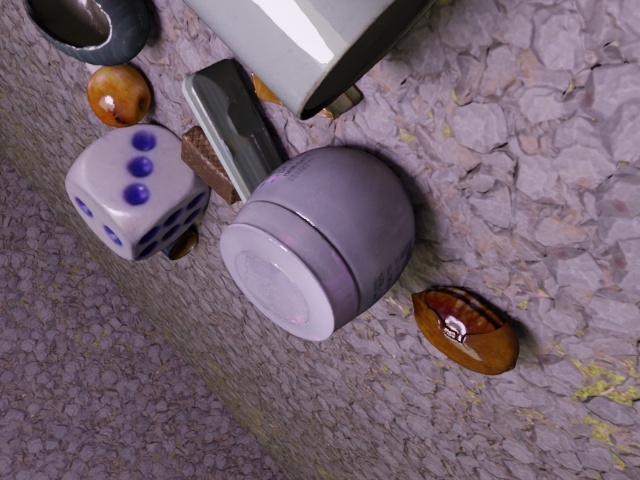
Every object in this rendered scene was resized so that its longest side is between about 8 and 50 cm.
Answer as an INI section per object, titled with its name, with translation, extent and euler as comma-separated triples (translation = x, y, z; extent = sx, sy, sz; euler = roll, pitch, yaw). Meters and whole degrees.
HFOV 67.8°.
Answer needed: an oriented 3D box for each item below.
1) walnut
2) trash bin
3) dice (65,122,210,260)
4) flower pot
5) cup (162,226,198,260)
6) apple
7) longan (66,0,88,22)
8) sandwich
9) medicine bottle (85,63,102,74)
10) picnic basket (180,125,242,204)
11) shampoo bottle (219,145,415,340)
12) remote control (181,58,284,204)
[walnut]
translation = 0.238, 0.147, 0.808
extent = 0.207, 0.116, 0.115
euler = 34, 146, 34
[trash bin]
translation = -0.078, -0.365, 0.479
extent = 0.432, 0.280, 0.280
euler = 48, 149, -5
[dice]
translation = -0.459, -0.122, 1.217
extent = 0.251, 0.259, 0.243
euler = 43, 150, 6
[flower pot]
translation = -0.447, -0.445, 0.919
extent = 0.243, 0.157, 0.189
euler = 33, 122, 0
[cup]
translation = -0.469, -0.016, 1.477
extent = 0.138, 0.113, 0.150
euler = 41, 146, 15
[apple]
translation = -0.466, -0.332, 1.110
extent = 0.147, 0.146, 0.146
euler = 31, 145, 26
[longan]
translation = -0.524, -0.493, 1.052
extent = 0.119, 0.106, 0.106
euler = -108, -1, -59
[sandwich]
translation = -0.025, -0.259, 0.704
extent = 0.163, 0.079, 0.113
euler = 27, 144, 33
[medicine bottle]
translation = -0.533, -0.415, 1.180
extent = 0.089, 0.052, 0.052
euler = 50, 148, -3
[picnic basket]
translation = -0.247, -0.169, 1.099
extent = 0.193, 0.055, 0.110
euler = 42, 148, 7
[shampoo bottle]
translation = 0.000, 0.000, 0.779
extent = 0.273, 0.266, 0.272
euler = 30, 143, 26
[remote control]
translation = -0.127, -0.164, 0.889
extent = 0.066, 0.128, 0.335
euler = -7, 120, 39
